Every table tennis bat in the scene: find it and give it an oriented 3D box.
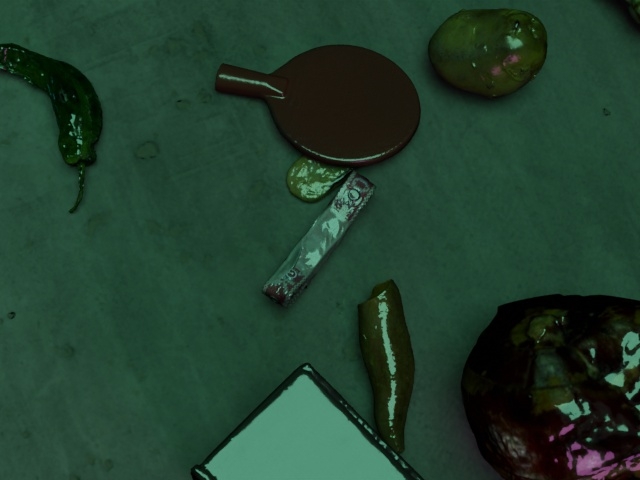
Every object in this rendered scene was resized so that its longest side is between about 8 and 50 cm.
[{"bbox_3d":[-0.003,-0.212,1.865,0.310,0.038,0.200,13,66,4],"label":"table tennis bat"}]

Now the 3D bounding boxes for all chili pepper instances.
[{"bbox_3d":[-0.385,-0.189,1.839,0.122,0.065,0.279,-31,77,-1],"label":"chili pepper"}]

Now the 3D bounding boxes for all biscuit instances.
[{"bbox_3d":[0.013,-0.116,1.861,0.147,0.018,0.071,-41,79,-10],"label":"biscuit"}]

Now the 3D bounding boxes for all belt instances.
[{"bbox_3d":[0.000,0.000,1.805,0.053,0.071,0.232,37,73,-1],"label":"belt"}]

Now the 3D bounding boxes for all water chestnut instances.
[{"bbox_3d":[0.366,0.236,1.665,0.335,0.335,0.347,-17,107,-7],"label":"water chestnut"}]

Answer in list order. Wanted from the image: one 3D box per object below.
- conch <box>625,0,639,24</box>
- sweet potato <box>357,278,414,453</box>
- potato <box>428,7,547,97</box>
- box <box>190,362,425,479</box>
[{"bbox_3d":[0.510,-0.401,1.907,0.187,0.124,0.182,4,86,27],"label":"conch"},{"bbox_3d":[0.093,0.178,1.767,0.077,0.077,0.244,-5,85,-4],"label":"sweet potato"},{"bbox_3d":[0.251,-0.282,1.863,0.175,0.137,0.137,7,75,21],"label":"potato"},{"bbox_3d":[0.021,0.356,1.623,0.345,0.251,0.204,45,78,8],"label":"box"}]
